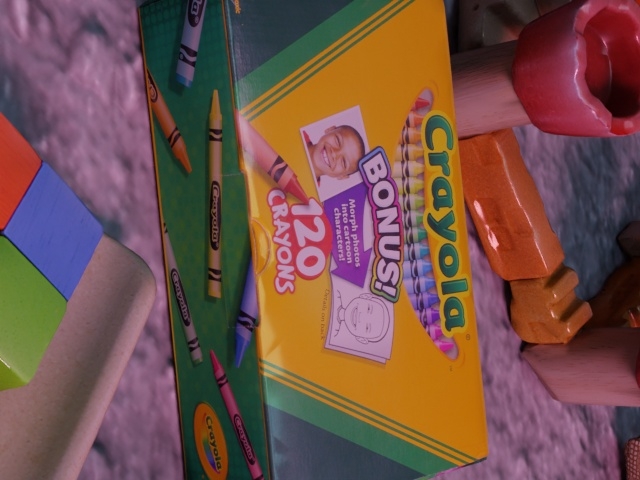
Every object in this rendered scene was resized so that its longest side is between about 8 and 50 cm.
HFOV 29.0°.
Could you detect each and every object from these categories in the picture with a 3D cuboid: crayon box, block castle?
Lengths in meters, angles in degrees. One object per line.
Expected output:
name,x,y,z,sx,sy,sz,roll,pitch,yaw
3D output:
crayon box,0.000,0.000,0.693,0.165,0.081,0.279,-6,90,-42
block castle,0.295,-0.108,0.883,0.453,0.212,0.303,-40,112,-37

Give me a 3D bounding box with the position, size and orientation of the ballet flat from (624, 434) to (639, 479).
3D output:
ballet flat,0.275,0.237,0.934,0.067,0.073,0.206,-44,112,-20

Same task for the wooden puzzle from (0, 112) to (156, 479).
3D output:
wooden puzzle,-0.211,0.011,0.444,0.348,0.080,0.322,48,41,-29
